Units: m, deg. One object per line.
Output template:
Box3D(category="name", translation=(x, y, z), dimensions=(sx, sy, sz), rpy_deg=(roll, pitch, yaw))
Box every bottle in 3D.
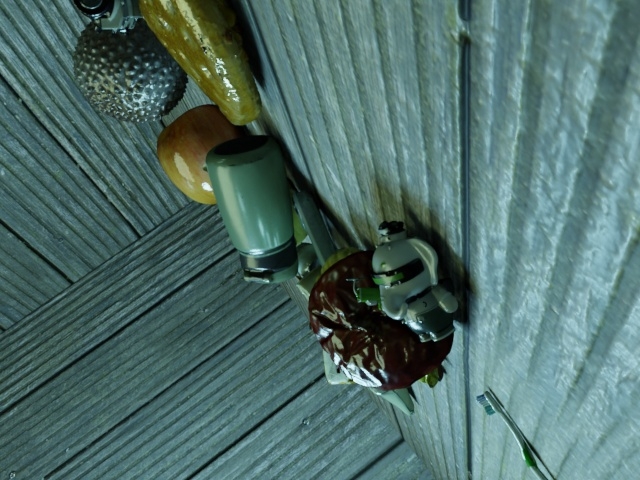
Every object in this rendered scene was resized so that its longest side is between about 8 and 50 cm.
Box3D(category="bottle", translation=(-0.140, -0.056, 1.521), dimensions=(0.168, 0.169, 0.346), rpy_deg=(39, 146, 57))

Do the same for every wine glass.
Box3D(category="wine glass", translation=(-0.014, 0.062, 1.772), dimensions=(0.103, 0.103, 0.222), rpy_deg=(57, 170, -16))

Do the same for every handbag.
Box3D(category="handbag", translation=(0.198, 0.444, 2.130), dimensions=(0.241, 0.109, 0.315), rpy_deg=(49, 173, 33))

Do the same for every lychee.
Box3D(category="lychee", translation=(-0.482, -0.445, 1.718), dimensions=(0.300, 0.300, 0.300), rpy_deg=(52, 171, 12))

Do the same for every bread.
Box3D(category="bread", translation=(0.038, 0.110, 1.580), dimensions=(0.134, 0.141, 0.148), rpy_deg=(54, 173, -23))

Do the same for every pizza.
Box3D(category="pizza", translation=(-0.209, -0.361, 1.169), dimensions=(0.278, 0.114, 0.408), rpy_deg=(44, 166, 44))

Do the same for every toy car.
Box3D(category="toy car", translation=(-0.386, -0.524, 1.206), dimensions=(0.193, 0.118, 0.301), rpy_deg=(-103, 13, -73))

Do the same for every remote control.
Box3D(category="remote control", translation=(0.000, 0.000, 1.483), dimensions=(0.104, 0.052, 0.247), rpy_deg=(55, -170, -75))

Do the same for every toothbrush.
Box3D(category="toothbrush", translation=(0.391, 0.404, 1.250), dimensions=(0.304, 0.030, 0.030), rpy_deg=(52, 171, -1))

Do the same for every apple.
Box3D(category="apple", translation=(-0.291, -0.224, 1.754), dimensions=(0.241, 0.242, 0.242), rpy_deg=(56, 171, -14))

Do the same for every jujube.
Box3D(category="jujube", translation=(0.101, 0.138, 1.139), dimensions=(0.232, 0.213, 0.213), rpy_deg=(50, 170, 20))

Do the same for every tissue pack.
Box3D(category="tissue pack", translation=(0.074, 0.374, 2.186), dimensions=(0.226, 0.092, 0.183), rpy_deg=(29, -128, -67))

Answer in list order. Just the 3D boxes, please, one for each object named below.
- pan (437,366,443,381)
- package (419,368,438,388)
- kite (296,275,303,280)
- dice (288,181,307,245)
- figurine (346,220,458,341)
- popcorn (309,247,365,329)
Box3D(category="pan", translation=(0.239, 0.271, 1.517), dimensions=(0.115, 0.023, 0.068), rpy_deg=(40, 165, 46))
Box3D(category="package", translation=(0.169, 0.212, 1.453), dimensions=(0.226, 0.090, 0.168), rpy_deg=(32, 153, 60))
Box3D(category="kite", translation=(0.050, 0.174, 1.799), dimensions=(0.378, 0.013, 0.327), rpy_deg=(37, 178, -38))
Box3D(category="dice", translation=(-0.134, -0.064, 1.706), dimensions=(0.169, 0.169, 0.166), rpy_deg=(60, 170, -29))
Box3D(category="figurine", translation=(0.133, 0.058, 0.997), dimensions=(0.147, 0.126, 0.192), rpy_deg=(-12, 103, 62))
Box3D(category="popcorn", translation=(0.053, 0.112, 1.333), dimensions=(0.168, 0.195, 0.173), rpy_deg=(44, 174, 12))
